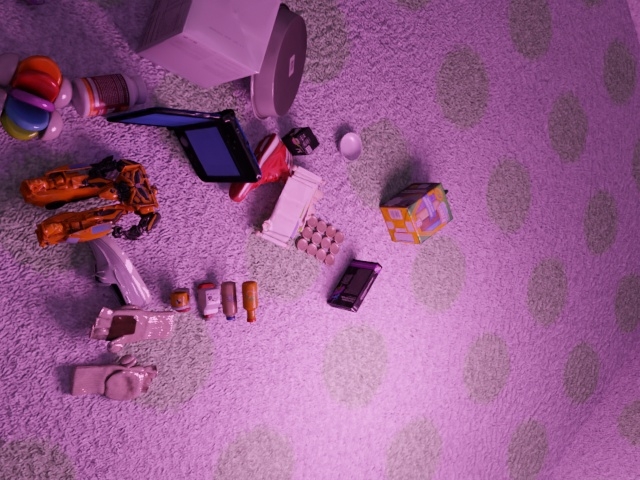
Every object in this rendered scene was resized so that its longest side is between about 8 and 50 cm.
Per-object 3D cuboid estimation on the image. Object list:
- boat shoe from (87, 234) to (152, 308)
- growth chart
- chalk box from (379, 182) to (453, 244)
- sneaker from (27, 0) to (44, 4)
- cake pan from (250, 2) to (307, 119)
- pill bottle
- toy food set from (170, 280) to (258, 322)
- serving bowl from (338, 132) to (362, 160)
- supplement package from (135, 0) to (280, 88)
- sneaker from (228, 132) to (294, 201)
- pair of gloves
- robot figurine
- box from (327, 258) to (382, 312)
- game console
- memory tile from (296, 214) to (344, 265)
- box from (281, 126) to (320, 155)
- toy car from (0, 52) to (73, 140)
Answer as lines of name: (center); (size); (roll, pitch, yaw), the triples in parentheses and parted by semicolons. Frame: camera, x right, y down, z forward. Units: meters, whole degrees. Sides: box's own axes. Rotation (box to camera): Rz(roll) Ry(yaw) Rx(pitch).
boat shoe: (-0.477, 0.078, 1.556); (0.081, 0.079, 0.228); (-45, 121, -31)
growth chart: (-0.075, -0.089, 1.847); (0.172, 0.021, 0.237); (35, 80, -52)
chalk box: (0.315, -0.097, 2.107); (0.213, 0.132, 0.132); (-33, 112, -29)
sneaker: (-0.571, -0.594, 1.437); (0.236, 0.095, 0.104); (-55, 128, -15)
cake pan: (-0.099, -0.444, 1.705); (0.293, 0.054, 0.293); (15, 90, -80)
pill bottle: (-0.475, -0.331, 1.524); (0.152, 0.086, 0.086); (-18, 104, -34)
toy food set: (-0.274, 0.166, 1.695); (0.232, 0.111, 0.105); (-8, 98, -39)
serving bowl: (0.083, -0.274, 1.984); (0.083, 0.027, 0.083); (-3, 95, -36)
supplement package: (-0.262, -0.497, 1.561); (0.199, 0.262, 0.198); (22, 80, -36)
sneaker: (-0.140, -0.166, 1.790); (0.128, 0.087, 0.221); (43, 69, -29)
pair of gloves: (-0.457, 0.267, 1.577); (0.204, 0.042, 0.240); (14, 101, -38)
robot figurine: (-0.491, -0.088, 1.493); (0.291, 0.085, 0.211); (-17, 78, -34)
box: (0.100, 0.131, 1.972); (0.029, 0.116, 0.162); (45, 68, -31)
game console: (-0.310, -0.209, 1.529); (0.173, 0.293, 0.250); (-36, 114, -28)
memory tile: (0.000, 0.000, 1.952); (0.148, 0.012, 0.113); (30, 75, -34)
box: (-0.055, -0.270, 1.845); (0.052, 0.083, 0.062); (-45, 118, -24)
toy car: (-0.598, -0.298, 1.402); (0.159, 0.136, 0.182); (20, 81, -36)
